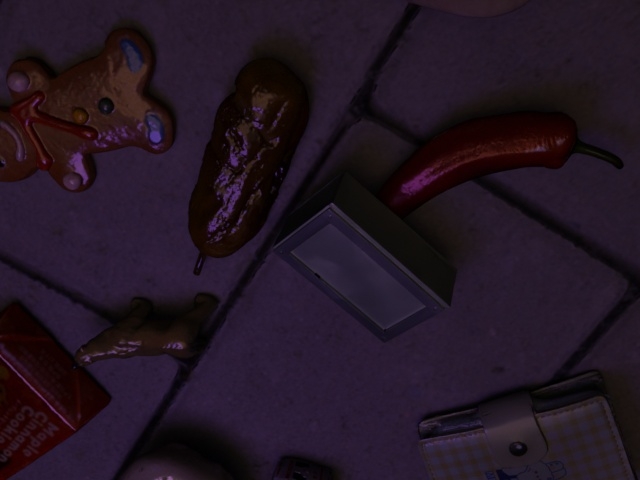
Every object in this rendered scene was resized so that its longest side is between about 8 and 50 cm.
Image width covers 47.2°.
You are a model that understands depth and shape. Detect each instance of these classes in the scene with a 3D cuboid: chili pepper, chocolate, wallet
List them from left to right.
[{"bbox_3d":[-0.512,0.260,1.190,0.237,0.108,0.234,-34,105,14],"label":"chocolate"},{"bbox_3d":[0.216,-0.105,1.013,0.369,0.091,0.137,-16,127,17],"label":"chili pepper"},{"bbox_3d":[0.327,0.347,1.171,0.310,0.077,0.223,-19,111,12],"label":"wallet"}]

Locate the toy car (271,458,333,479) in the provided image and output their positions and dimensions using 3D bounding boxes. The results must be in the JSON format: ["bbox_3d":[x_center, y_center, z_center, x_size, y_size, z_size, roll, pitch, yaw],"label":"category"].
[{"bbox_3d":[-0.050,0.474,1.238,0.108,0.089,0.209,18,109,-1],"label":"toy car"}]

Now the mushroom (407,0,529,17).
[{"bbox_3d":[0.187,-0.367,0.860,0.246,0.202,0.245,-9,68,24],"label":"mushroom"}]

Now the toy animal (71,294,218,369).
[{"bbox_3d":[-0.270,0.152,1.131,0.219,0.101,0.103,-2,112,6],"label":"toy animal"}]

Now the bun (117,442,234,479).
[{"bbox_3d":[-0.231,0.428,1.211,0.231,0.133,0.230,3,118,5],"label":"bun"}]

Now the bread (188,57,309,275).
[{"bbox_3d":[-0.117,-0.089,1.038,0.124,0.084,0.343,24,111,-4],"label":"bread"}]

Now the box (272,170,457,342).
[{"bbox_3d":[0.064,0.028,1.029,0.225,0.086,0.129,40,131,-16],"label":"box"}]

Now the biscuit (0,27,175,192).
[{"bbox_3d":[-0.372,-0.166,1.054,0.324,0.049,0.205,-13,109,11],"label":"biscuit"}]
